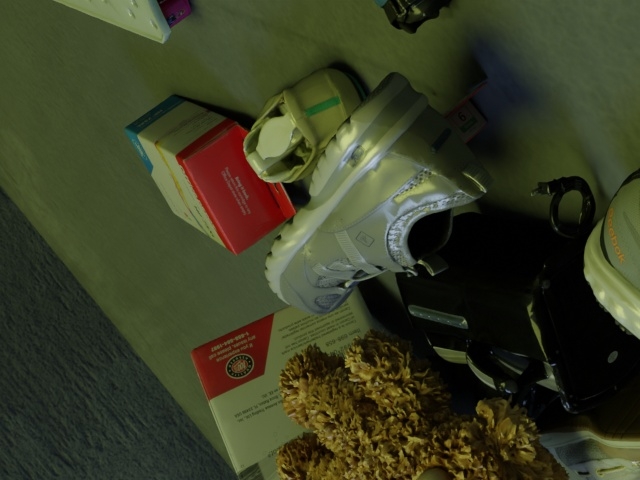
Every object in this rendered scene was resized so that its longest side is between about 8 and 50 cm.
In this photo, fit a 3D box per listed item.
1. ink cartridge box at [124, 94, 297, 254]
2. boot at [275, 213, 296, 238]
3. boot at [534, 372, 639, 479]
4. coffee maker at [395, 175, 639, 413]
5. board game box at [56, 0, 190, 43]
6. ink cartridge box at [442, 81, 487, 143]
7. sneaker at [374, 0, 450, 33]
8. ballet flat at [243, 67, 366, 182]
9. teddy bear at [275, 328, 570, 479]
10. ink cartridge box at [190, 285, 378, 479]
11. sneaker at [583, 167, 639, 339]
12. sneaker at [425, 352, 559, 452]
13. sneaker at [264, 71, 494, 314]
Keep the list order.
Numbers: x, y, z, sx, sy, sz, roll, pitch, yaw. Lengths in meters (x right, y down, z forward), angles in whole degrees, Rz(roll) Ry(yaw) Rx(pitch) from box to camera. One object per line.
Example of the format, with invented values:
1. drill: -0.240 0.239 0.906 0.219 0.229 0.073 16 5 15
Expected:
1. ink cartridge box: -0.123 -0.073 1.293 0.231 0.078 0.134 29 151 57
2. boot: 0.000 0.000 1.112 0.095 0.123 0.258 47 160 9
3. boot: 0.280 0.191 0.924 0.165 0.077 0.213 49 158 -5
4. coffee maker: 0.152 0.028 0.884 0.178 0.120 0.171 14 106 58
5. board game box: -0.315 -0.413 1.171 0.390 0.050 0.390 28 150 46
6. ink cartridge box: 0.092 -0.076 0.870 0.029 0.063 0.115 50 159 -1
7. sneaker: 0.057 -0.191 0.743 0.085 0.058 0.152 52 165 13
8. ballet flat: -0.033 -0.098 1.074 0.086 0.086 0.248 51 161 -1
9. teddy bear: 0.059 0.201 1.016 0.338 0.113 0.245 34 112 47
10. ink cartridge box: 0.006 0.211 1.228 0.114 0.197 0.273 66 179 -67
11. sneaker: 0.271 0.054 0.669 0.271 0.100 0.108 41 153 26
12. sneaker: 0.159 0.154 1.105 0.130 0.109 0.286 46 152 31
13. sneaker: 0.038 0.000 0.858 0.115 0.105 0.281 40 153 8
